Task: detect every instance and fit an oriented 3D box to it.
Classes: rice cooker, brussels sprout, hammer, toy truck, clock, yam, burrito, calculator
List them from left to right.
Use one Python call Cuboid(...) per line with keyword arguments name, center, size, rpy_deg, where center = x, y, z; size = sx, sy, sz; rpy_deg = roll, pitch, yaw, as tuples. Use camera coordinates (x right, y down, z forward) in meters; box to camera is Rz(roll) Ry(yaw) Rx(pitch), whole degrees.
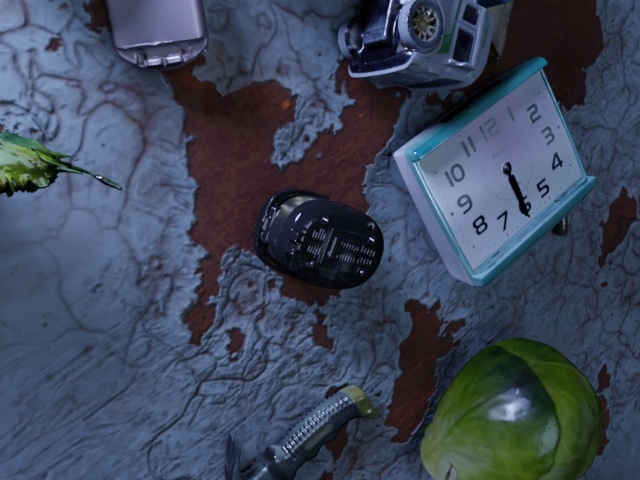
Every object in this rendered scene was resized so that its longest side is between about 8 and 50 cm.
Cuboid(name="calculator", center=(-0.175, -0.266, 0.552), size=(0.100, 0.032, 0.174), rpy_deg=(-7, 104, 0))
Cuboid(name="hammer", center=(-0.025, 0.284, 0.746), size=(0.227, 0.041, 0.158), rpy_deg=(-35, 115, -17))
Cuboid(name="rice cooker", center=(0.000, 0.000, 0.671), size=(0.165, 0.106, 0.112), rpy_deg=(14, 97, -40))
Cuboid(name="toy truck", center=(0.149, -0.367, 0.657), size=(0.175, 0.146, 0.367), rpy_deg=(11, 94, -33))
Cuboid(name="clock", center=(0.247, -0.098, 0.784), size=(0.262, 0.116, 0.231), rpy_deg=(-38, 109, -18))
Cuboid(name="burrito", center=(0.245, -0.369, 0.752), size=(0.087, 0.060, 0.225), rpy_deg=(12, 93, -36))
Cuboid(name="brussels sprout", center=(0.286, 0.280, 0.815), size=(0.271, 0.219, 0.210), rpy_deg=(-41, 126, 7))
Cuboid(name="yam", center=(0.403, -0.120, 0.901), size=(0.029, 0.027, 0.234), rpy_deg=(-20, 108, -34))

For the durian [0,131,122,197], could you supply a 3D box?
Cuboid(name="durian", center=(-0.375, -0.046, 0.463), size=(0.375, 0.107, 0.132), rpy_deg=(-13, 103, -24))
